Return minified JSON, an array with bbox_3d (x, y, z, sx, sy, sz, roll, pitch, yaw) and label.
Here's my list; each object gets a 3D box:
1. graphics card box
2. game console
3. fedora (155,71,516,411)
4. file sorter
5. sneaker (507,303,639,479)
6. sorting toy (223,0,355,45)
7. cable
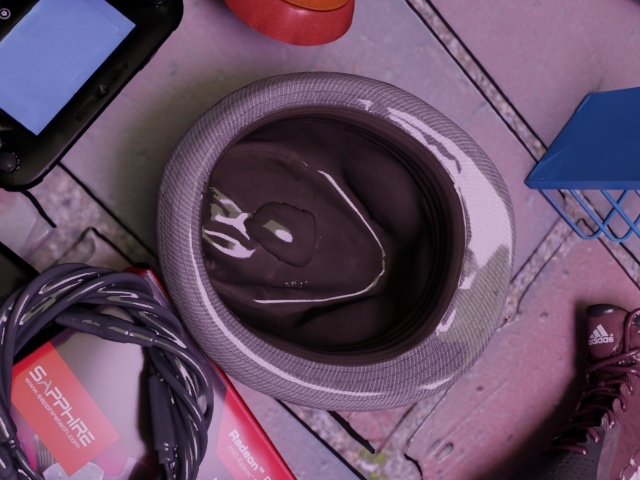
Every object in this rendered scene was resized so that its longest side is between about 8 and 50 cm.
[{"bbox_3d":[-0.210,0.212,0.574,0.370,0.094,0.233,-36,103,-18],"label":"graphics card box"},{"bbox_3d":[-0.249,-0.080,0.571,0.213,0.044,0.361,40,74,-13],"label":"game console"},{"bbox_3d":[0.000,0.000,0.641,0.275,0.124,0.244,11,86,-22],"label":"fedora"},{"bbox_3d":[0.298,-0.063,0.744,0.104,0.170,0.118,44,75,-22],"label":"file sorter"},{"bbox_3d":[0.252,0.148,0.775,0.281,0.106,0.163,-17,93,-32],"label":"sneaker"},{"bbox_3d":[-0.117,-0.247,0.563,0.365,0.126,0.127,10,55,-23],"label":"sorting toy"},{"bbox_3d":[-0.144,0.109,0.533,0.150,0.047,0.185,-37,99,-24],"label":"cable"}]
